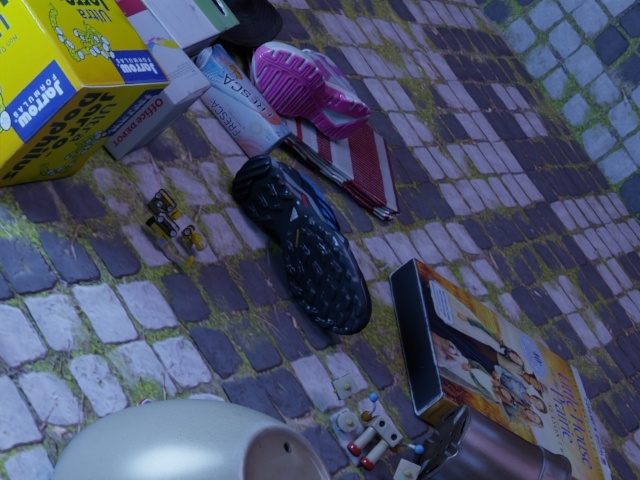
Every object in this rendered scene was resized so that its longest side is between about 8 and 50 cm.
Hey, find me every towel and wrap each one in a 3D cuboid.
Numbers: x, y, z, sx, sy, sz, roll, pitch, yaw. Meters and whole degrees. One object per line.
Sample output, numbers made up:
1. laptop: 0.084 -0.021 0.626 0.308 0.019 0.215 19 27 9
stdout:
1. towel: 0.001 -0.187 2.414 0.329 0.037 0.237 36 28 -29

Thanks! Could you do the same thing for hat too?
1. hat: -0.172 -0.482 2.385 0.331 0.134 0.331 31 30 -20

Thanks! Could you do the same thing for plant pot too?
1. plant pot: -0.096 0.269 1.385 0.284 0.191 0.284 30 45 -35
2. plant pot: 0.227 0.321 1.963 0.165 0.167 0.167 36 28 -10

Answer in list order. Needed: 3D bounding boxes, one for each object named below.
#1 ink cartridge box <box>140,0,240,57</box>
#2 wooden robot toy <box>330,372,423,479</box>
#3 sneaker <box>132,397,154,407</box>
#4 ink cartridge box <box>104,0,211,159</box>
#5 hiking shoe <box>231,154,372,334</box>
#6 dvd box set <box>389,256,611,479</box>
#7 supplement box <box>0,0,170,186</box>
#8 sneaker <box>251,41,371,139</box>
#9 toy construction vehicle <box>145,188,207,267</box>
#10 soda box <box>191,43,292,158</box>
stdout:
1. ink cartridge box: -0.219 -0.340 2.213 0.109 0.062 0.209 51 30 -1
2. wooden robot toy: 0.065 0.256 1.908 0.173 0.076 0.079 49 -10 -2
3. sneaker: -0.186 0.222 1.513 0.042 0.067 0.118 25 34 -42
4. ink cartridge box: -0.263 -0.222 1.921 0.176 0.128 0.127 49 26 -2
5. hiking shoe: 0.000 0.000 2.064 0.132 0.113 0.304 2 53 -57
6. dvd box set: 0.291 0.237 2.276 0.420 0.062 0.308 34 30 -30
7. supplement box: -0.384 -0.265 1.706 0.356 0.194 0.195 54 25 9
8. sneaker: -0.029 -0.257 2.313 0.252 0.103 0.111 32 25 -48
9. toy construction vehicle: -0.194 -0.013 1.869 0.098 0.035 0.086 49 14 -9
10. soda box: -0.129 -0.211 2.201 0.183 0.063 0.058 50 25 0
